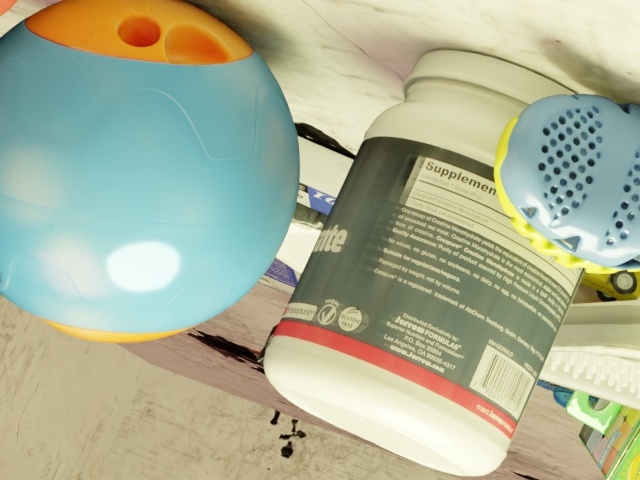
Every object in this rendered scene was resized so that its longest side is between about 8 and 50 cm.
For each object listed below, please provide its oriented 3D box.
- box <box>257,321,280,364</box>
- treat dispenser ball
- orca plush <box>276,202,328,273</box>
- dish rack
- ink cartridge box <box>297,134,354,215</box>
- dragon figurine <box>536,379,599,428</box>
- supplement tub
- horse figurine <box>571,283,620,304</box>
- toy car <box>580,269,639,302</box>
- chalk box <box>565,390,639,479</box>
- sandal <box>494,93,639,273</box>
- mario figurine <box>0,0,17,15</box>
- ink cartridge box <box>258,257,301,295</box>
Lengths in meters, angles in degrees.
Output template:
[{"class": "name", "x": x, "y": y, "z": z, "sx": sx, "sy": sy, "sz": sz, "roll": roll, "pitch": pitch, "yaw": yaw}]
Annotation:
[{"class": "box", "x": 0.067, "y": 0.182, "z": 2.323, "sx": 0.270, "sy": 0.060, "sz": 0.216, "roll": 29, "pitch": 162, "yaw": -7}, {"class": "treat dispenser ball", "x": -0.161, "y": -0.060, "z": 1.431, "sx": 0.288, "sy": 0.288, "sz": 0.288, "roll": 24, "pitch": 169, "yaw": 5}, {"class": "orca plush", "x": 0.000, "y": 0.000, "z": 1.854, "sx": 0.287, "sy": 0.151, "sz": 0.102, "roll": 6, "pitch": -149, "yaw": -10}, {"class": "dish rack", "x": 0.311, "y": 0.103, "z": 1.524, "sx": 0.286, "sy": 0.072, "sz": 0.333, "roll": 17, "pitch": 170, "yaw": -20}, {"class": "ink cartridge box", "x": -0.012, "y": -0.065, "z": 1.724, "sx": 0.207, "sy": 0.046, "sz": 0.097, "roll": 23, "pitch": 170, "yaw": 6}, {"class": "dragon figurine", "x": 0.321, "y": 0.168, "z": 2.000, "sx": 0.144, "sy": 0.085, "sz": 0.289, "roll": 33, "pitch": 168, "yaw": -38}, {"class": "supplement tub", "x": 0.093, "y": 0.018, "z": 1.291, "sx": 0.191, "sy": 0.272, "sz": 0.191, "roll": 24, "pitch": 169, "yaw": 5}, {"class": "horse figurine", "x": 0.236, "y": 0.057, "z": 1.720, "sx": 0.263, "sy": 0.066, "sz": 0.174, "roll": 22, "pitch": 174, "yaw": 0}, {"class": "toy car", "x": 0.161, "y": -0.019, "z": 1.553, "sx": 0.239, "sy": 0.053, "sz": 0.225, "roll": 32, "pitch": 167, "yaw": -32}, {"class": "chalk box", "x": 0.365, "y": 0.200, "z": 1.844, "sx": 0.213, "sy": 0.132, "sz": 0.132, "roll": 26, "pitch": -168, "yaw": -12}, {"class": "sandal", "x": 0.268, "y": -0.018, "z": 1.186, "sx": 0.317, "sy": 0.126, "sz": 0.138, "roll": 19, "pitch": 168, "yaw": -17}, {"class": "mario figurine", "x": -0.339, "y": -0.212, "z": 1.387, "sx": 0.198, "sy": 0.170, "sz": 0.320, "roll": 40, "pitch": 171, "yaw": -11}, {"class": "ink cartridge box", "x": -0.094, "y": -0.020, "z": 2.068, "sx": 0.176, "sy": 0.069, "sz": 0.371, "roll": 22, "pitch": 166, "yaw": 8}]
